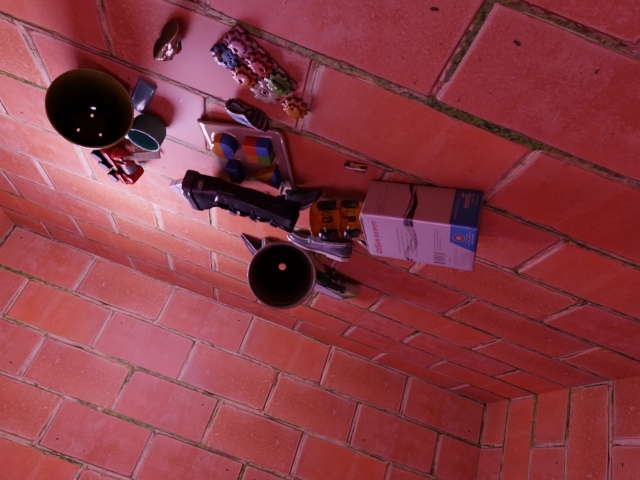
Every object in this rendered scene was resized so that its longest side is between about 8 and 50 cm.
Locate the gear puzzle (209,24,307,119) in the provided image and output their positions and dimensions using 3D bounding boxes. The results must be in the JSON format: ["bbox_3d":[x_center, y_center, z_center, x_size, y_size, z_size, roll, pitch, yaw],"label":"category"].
[{"bbox_3d":[-0.176,-0.475,1.376,0.176,0.044,0.339,-12,138,46],"label":"gear puzzle"}]

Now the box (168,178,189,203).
[{"bbox_3d":[-0.592,-0.230,2.113,0.186,0.038,0.145,-5,144,38],"label":"box"}]

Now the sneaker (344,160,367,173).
[{"bbox_3d":[0.122,-0.252,1.596,0.084,0.031,0.035,15,153,11],"label":"sneaker"}]

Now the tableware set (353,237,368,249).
[{"bbox_3d":[0.164,-0.017,1.972,0.194,0.039,0.128,39,178,-23],"label":"tableware set"}]

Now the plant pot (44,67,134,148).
[{"bbox_3d":[-0.851,-0.449,1.684,0.275,0.274,0.294,33,165,-23],"label":"plant pot"}]

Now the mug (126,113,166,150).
[{"bbox_3d":[-0.671,-0.425,1.737,0.158,0.097,0.129,23,156,-11],"label":"mug"}]

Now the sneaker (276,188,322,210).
[{"bbox_3d":[-0.092,-0.174,1.838,0.224,0.083,0.098,-20,120,46],"label":"sneaker"}]

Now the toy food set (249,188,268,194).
[{"bbox_3d":[-0.315,-0.165,2.007,0.218,0.071,0.128,9,151,20],"label":"toy food set"}]

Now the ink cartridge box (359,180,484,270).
[{"bbox_3d":[0.367,-0.053,1.647,0.395,0.166,0.285,9,150,19],"label":"ink cartridge box"}]

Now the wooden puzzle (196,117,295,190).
[{"bbox_3d":[-0.279,-0.304,1.719,0.348,0.080,0.322,13,152,13],"label":"wooden puzzle"}]

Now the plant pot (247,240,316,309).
[{"bbox_3d":[-0.187,0.151,2.246,0.324,0.322,0.280,23,-176,-5],"label":"plant pot"}]

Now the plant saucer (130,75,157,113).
[{"bbox_3d":[-0.646,-0.520,1.642,0.067,0.018,0.192,32,150,-22],"label":"plant saucer"}]

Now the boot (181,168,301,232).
[{"bbox_3d":[-0.302,-0.147,1.860,0.446,0.146,0.367,14,179,-1],"label":"boot"}]

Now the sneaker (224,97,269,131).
[{"bbox_3d":[-0.245,-0.418,1.532,0.162,0.063,0.073,31,169,-11],"label":"sneaker"}]

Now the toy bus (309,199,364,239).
[{"bbox_3d":[0.091,-0.085,1.803,0.221,0.149,0.211,-2,-177,20],"label":"toy bus"}]

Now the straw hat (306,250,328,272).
[{"bbox_3d":[0.000,0.085,2.253,0.061,0.144,0.144,-41,125,14],"label":"straw hat"}]

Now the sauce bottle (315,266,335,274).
[{"bbox_3d":[0.014,0.157,2.405,0.128,0.042,0.042,14,152,17],"label":"sauce bottle"}]

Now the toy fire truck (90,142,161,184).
[{"bbox_3d":[-0.819,-0.341,1.976,0.247,0.158,0.217,22,154,19],"label":"toy fire truck"}]

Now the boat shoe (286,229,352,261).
[{"bbox_3d":[0.000,0.000,2.107,0.320,0.116,0.098,21,110,14],"label":"boat shoe"}]

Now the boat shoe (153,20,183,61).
[{"bbox_3d":[-0.440,-0.587,1.345,0.060,0.064,0.178,1,169,-38],"label":"boat shoe"}]

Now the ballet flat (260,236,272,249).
[{"bbox_3d":[-0.278,0.036,2.369,0.067,0.073,0.206,4,160,-11],"label":"ballet flat"}]

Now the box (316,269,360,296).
[{"bbox_3d":[0.026,0.238,2.472,0.322,0.058,0.232,22,161,-17],"label":"box"}]

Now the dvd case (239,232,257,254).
[{"bbox_3d":[-0.351,0.068,2.424,0.164,0.018,0.221,45,167,30],"label":"dvd case"}]
